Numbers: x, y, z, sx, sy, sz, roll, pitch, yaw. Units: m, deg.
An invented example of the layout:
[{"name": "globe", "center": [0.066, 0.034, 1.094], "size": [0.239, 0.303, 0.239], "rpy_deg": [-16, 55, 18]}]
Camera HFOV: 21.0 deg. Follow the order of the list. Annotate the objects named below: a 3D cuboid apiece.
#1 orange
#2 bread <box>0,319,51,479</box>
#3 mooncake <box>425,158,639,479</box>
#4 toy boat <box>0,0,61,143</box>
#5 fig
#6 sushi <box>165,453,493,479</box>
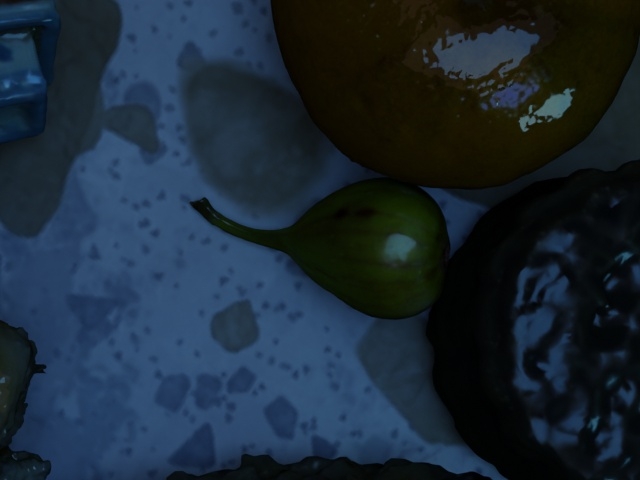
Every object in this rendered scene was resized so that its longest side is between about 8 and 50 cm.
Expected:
[{"name": "orange", "center": [0.087, -0.147, 1.074], "size": [0.240, 0.171, 0.240], "rpy_deg": [0, 80, 0]}, {"name": "bread", "center": [-0.277, 0.109, 0.988], "size": [0.246, 0.195, 0.176], "rpy_deg": [19, 81, -9]}, {"name": "mooncake", "center": [0.190, 0.061, 1.114], "size": [0.228, 0.124, 0.228], "rpy_deg": [0, 88, -12]}, {"name": "toy boat", "center": [-0.314, -0.074, 1.005], "size": [0.331, 0.145, 0.133], "rpy_deg": [-12, 78, -16]}, {"name": "fig", "center": [0.010, -0.010, 1.118], "size": [0.166, 0.093, 0.093], "rpy_deg": [23, 83, 29]}, {"name": "sushi", "center": [-0.005, 0.291, 0.977], "size": [0.328, 0.328, 0.285], "rpy_deg": [-5, 101, -12]}]
